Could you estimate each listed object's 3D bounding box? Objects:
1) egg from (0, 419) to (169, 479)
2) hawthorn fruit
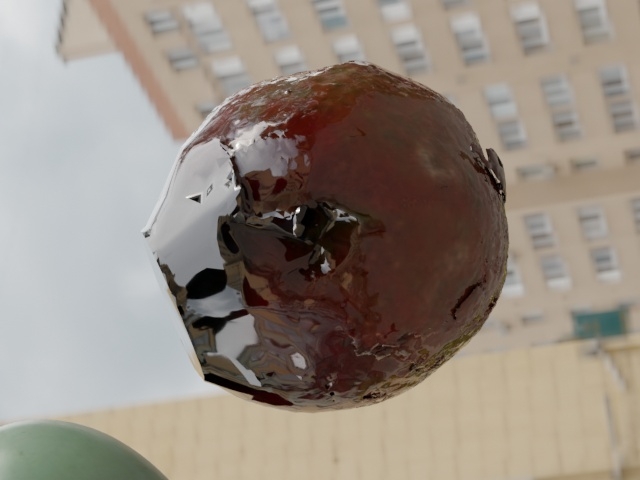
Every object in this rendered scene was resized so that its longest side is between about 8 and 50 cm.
[{"bbox_3d":[-0.226,0.352,1.673,0.389,0.276,0.276,55,-168,10],"label":"egg"},{"bbox_3d":[-0.001,0.002,1.394,0.316,0.316,0.316,-9,-90,-74],"label":"hawthorn fruit"}]
